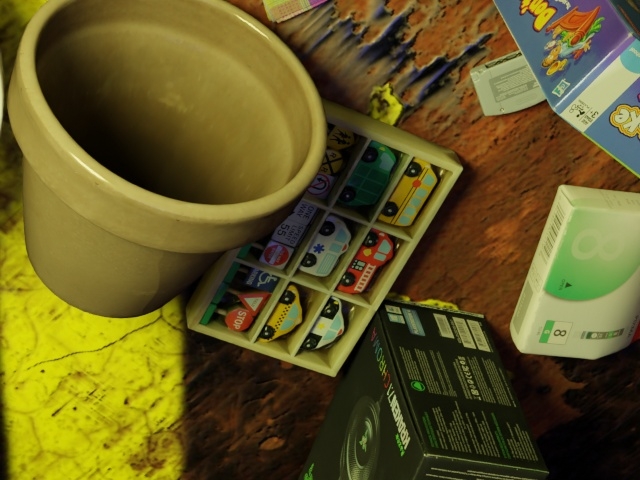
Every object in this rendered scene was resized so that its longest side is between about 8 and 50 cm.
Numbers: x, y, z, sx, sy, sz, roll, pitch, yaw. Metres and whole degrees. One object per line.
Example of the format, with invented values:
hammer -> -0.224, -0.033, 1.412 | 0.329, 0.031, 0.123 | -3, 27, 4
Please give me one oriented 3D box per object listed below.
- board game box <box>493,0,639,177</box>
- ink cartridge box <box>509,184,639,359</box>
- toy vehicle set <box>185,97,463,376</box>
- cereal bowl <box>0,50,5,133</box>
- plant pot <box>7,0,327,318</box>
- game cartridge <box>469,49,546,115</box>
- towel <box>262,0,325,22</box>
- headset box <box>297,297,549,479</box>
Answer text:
board game box -> 0.245, -0.154, 1.250 | 0.233, 0.347, 0.078 | 33, 113, -27
ink cartridge box -> 0.323, 0.040, 1.574 | 0.225, 0.056, 0.181 | 7, 122, -13
toy vehicle set -> 0.000, 0.000, 1.497 | 0.166, 0.035, 0.267 | 19, 118, -21
cereal bowl -> -0.423, -0.146, 1.259 | 0.339, 0.141, 0.339 | -5, 124, -7
plant pot -> -0.151, -0.055, 1.328 | 0.263, 0.263, 0.229 | 11, 138, -17
game cartridge -> 0.185, -0.149, 1.444 | 0.083, 0.017, 0.056 | -20, 121, 4
towel -> -0.017, -0.230, 1.357 | 0.083, 0.009, 0.060 | -24, 124, 5
headset box -> 0.086, 0.245, 1.551 | 0.131, 0.246, 0.283 | 11, 122, -18
